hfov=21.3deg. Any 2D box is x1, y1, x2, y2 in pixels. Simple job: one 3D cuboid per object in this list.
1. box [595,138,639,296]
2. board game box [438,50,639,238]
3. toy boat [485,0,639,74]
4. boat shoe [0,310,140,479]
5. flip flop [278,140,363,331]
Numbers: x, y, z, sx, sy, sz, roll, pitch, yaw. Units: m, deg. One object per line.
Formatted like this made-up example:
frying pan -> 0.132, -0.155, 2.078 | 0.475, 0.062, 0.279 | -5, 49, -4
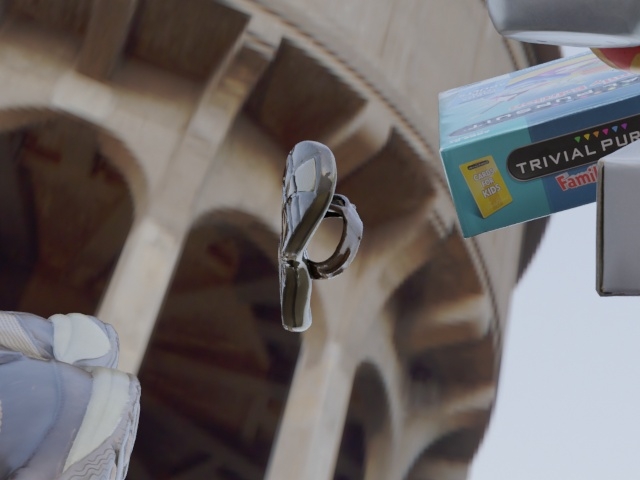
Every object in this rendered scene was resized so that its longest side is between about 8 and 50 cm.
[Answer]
box -> 0.178, -0.011, 0.451 | 0.186, 0.145, 0.038 | 3, -81, 20
board game box -> 0.232, -0.105, 1.468 | 0.254, 0.336, 0.079 | -16, -80, 7
toy boat -> 0.200, -0.167, 0.596 | 0.148, 0.267, 0.318 | 3, -40, -51
boat shoe -> -0.159, 0.103, 0.764 | 0.130, 0.355, 0.132 | 10, -89, -10
flip flop -> 0.000, 0.000, 1.678 | 0.080, 0.112, 0.277 | 2, -35, -2
